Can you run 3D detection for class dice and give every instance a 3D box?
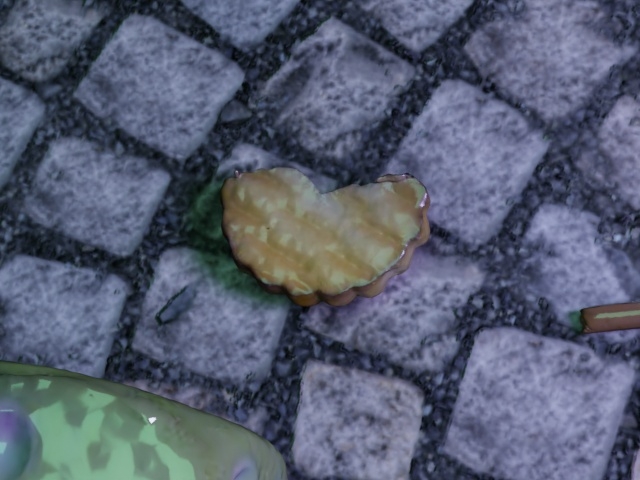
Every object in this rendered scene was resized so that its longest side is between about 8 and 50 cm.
[{"bbox_3d":[-0.181,0.240,1.463,0.249,0.254,0.252,12,78,17],"label":"dice"}]

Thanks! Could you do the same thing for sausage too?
[{"bbox_3d":[0.267,0.060,1.545,0.116,0.026,0.026,-5,73,10],"label":"sausage"}]

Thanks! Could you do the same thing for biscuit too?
[{"bbox_3d":[0.000,0.000,1.599,0.183,0.061,0.118,7,77,15],"label":"biscuit"}]
